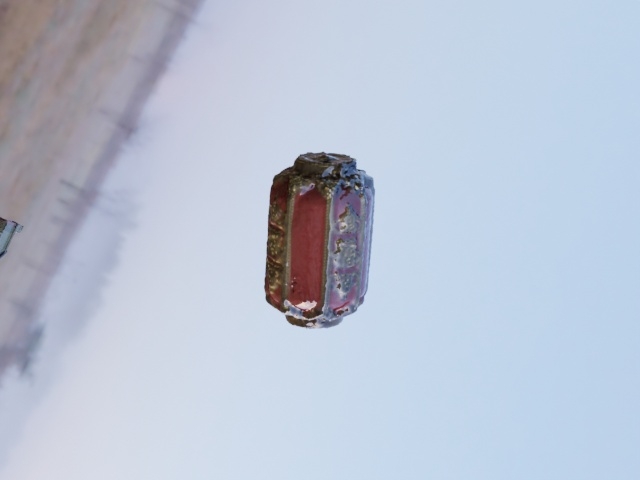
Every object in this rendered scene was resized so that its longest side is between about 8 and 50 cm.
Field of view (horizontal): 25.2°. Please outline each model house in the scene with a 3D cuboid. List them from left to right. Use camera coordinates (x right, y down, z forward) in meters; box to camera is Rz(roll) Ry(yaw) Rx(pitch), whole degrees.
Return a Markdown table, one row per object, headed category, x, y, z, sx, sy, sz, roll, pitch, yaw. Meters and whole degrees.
| category | x | y | z | sx | sy | sz | roll | pitch | yaw |
| --- | --- | --- | --- | --- | --- | --- | --- | --- | --- |
| model house | -0.436 | -0.010 | 1.851 | 0.058 | 0.083 | 0.057 | -67 | 163 | -2 |

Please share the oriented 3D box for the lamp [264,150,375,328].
| category | x | y | z | sx | sy | sz | roll | pitch | yaw |
| --- | --- | --- | --- | --- | --- | --- | --- | --- | --- |
| lamp | 0.000 | 0.000 | 2.247 | 0.177 | 0.177 | 0.274 | -107 | -158 | -73 |
